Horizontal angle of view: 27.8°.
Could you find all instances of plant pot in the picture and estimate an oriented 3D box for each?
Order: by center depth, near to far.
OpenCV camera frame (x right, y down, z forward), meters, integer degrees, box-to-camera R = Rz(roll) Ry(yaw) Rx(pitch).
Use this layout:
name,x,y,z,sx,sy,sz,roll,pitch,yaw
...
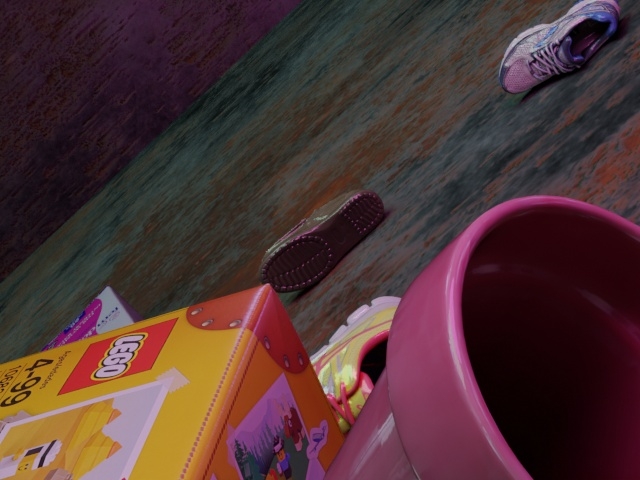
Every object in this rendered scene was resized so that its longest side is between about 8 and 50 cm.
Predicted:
name,x,y,z,sx,sy,sz,roll,pitch,yaw
plant pot,0.096,0.110,0.620,0.180,0.201,0.201,-51,8,42

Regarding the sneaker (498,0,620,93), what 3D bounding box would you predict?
name,x,y,z,sx,sy,sz,roll,pitch,yaw
sneaker,0.226,-0.184,1.233,0.135,0.052,0.058,-38,22,23

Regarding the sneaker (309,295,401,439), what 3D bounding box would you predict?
name,x,y,z,sx,sy,sz,roll,pitch,yaw
sneaker,0.011,0.122,0.946,0.208,0.081,0.094,-47,19,-12

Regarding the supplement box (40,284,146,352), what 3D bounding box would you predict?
name,x,y,z,sx,sy,sz,roll,pitch,yaw
supplement box,-0.215,0.140,1.380,0.111,0.114,0.220,-45,18,-6

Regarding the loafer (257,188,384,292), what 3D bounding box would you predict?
name,x,y,z,sx,sy,sz,roll,pitch,yaw
loafer,0.000,0.000,1.319,0.148,0.056,0.050,-34,16,-1

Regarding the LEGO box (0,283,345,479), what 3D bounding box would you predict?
name,x,y,z,sx,sy,sz,roll,pitch,yaw
LEGO box,-0.201,0.262,0.682,0.372,0.193,0.500,-18,21,17
